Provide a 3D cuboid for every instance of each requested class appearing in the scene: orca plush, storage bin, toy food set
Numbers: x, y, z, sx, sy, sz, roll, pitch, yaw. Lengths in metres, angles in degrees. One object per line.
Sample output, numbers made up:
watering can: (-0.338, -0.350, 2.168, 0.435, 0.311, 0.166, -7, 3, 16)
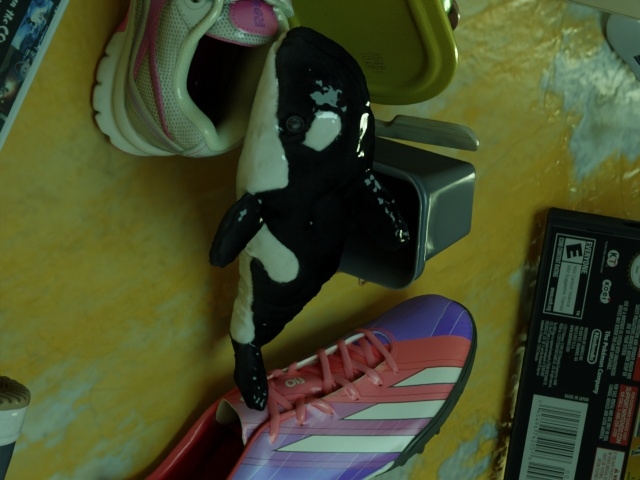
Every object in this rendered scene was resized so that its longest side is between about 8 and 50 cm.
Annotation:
orca plush: (0.000, 0.000, 0.936, 0.151, 0.102, 0.287, -50, 160, -56)
storage bin: (0.041, -0.024, 1.033, 0.091, 0.135, 0.098, -21, 122, -46)
toy food set: (0.037, -0.160, 0.982, 0.071, 0.128, 0.218, -67, 150, -30)

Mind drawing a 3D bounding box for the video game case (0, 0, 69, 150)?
video game case: (-0.205, -0.157, 0.786, 0.173, 0.022, 0.190, 40, 63, -44)

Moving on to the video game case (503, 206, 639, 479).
video game case: (0.298, 0.123, 1.272, 0.035, 0.248, 0.275, -57, 155, -70)

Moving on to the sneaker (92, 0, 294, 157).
sneaker: (-0.062, -0.161, 0.886, 0.103, 0.111, 0.252, -10, 114, -40)

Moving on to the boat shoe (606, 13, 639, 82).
boat shoe: (0.271, -0.171, 1.248, 0.100, 0.035, 0.035, 44, 49, -40)

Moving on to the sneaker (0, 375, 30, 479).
sneaker: (-0.295, 0.150, 0.818, 0.282, 0.099, 0.153, 5, 102, -47)

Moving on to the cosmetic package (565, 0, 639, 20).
cosmetic package: (0.290, -0.288, 1.135, 0.224, 0.138, 0.224, -5, 112, -42)

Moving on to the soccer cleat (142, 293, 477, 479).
soccer cleat: (-0.010, 0.130, 1.071, 0.318, 0.108, 0.116, -40, 127, -19)
